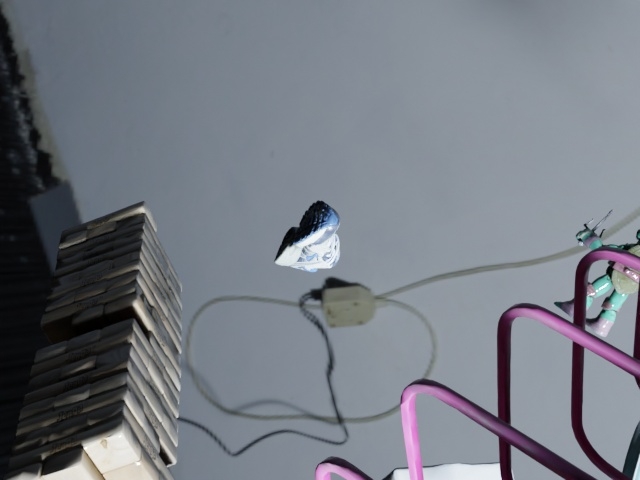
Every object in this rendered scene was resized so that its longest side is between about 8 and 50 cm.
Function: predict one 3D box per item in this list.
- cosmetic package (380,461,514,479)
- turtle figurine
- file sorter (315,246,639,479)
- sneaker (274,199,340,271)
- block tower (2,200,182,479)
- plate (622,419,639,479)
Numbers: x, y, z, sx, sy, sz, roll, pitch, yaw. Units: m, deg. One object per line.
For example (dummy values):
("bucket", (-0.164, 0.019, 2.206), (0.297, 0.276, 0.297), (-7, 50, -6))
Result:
("cosmetic package", (0.243, 0.625, 1.696), (0.161, 0.230, 0.453), (121, 145, -57))
("turtle figurine", (0.510, 0.044, 1.680), (0.175, 0.118, 0.234), (33, 97, -11))
("file sorter", (0.163, 0.134, 0.522), (0.182, 0.290, 0.202), (31, 142, 42))
("sneaker", (0.000, 0.000, 1.056), (0.135, 0.058, 0.052), (-38, 28, 64))
("block tower", (-0.173, 0.099, 0.814), (0.091, 0.335, 0.097), (-19, 123, 6))
("plate", (0.433, 0.305, 1.341), (0.024, 0.188, 0.188), (14, 97, 28))
